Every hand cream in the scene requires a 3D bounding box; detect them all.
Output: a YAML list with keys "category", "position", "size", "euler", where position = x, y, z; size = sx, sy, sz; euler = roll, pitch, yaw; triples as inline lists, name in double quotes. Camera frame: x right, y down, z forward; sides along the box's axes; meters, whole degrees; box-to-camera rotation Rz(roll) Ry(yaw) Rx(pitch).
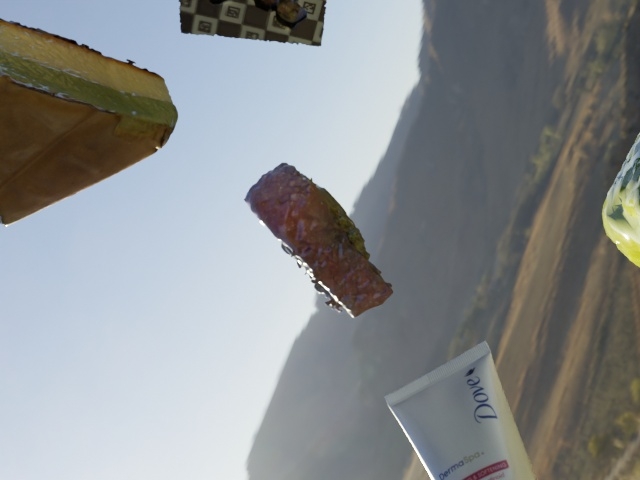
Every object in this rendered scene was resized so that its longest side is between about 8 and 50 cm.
- category: "hand cream"
  position: [0.171, 0.235, 1.028]
  size: [0.133, 0.248, 0.083]
  euler: [-32, -35, 9]

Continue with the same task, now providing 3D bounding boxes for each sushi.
- category: "sushi"
  position: [-0.010, -0.011, 1.339]
  size: [0.107, 0.241, 0.161]
  euler: [-41, -39, 1]
- category: "sushi"
  position: [-0.090, -0.330, 1.270]
  size: [0.031, 0.200, 0.139]
  euler: [-87, 4, -47]

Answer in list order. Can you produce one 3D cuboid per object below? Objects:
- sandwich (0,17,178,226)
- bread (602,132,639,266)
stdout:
- category: "sandwich"
  position: [-0.280, -0.107, 0.992]
  size: [0.220, 0.108, 0.186]
  euler: [11, -47, -45]
- category: "bread"
  position: [0.357, -0.029, 0.521]
  size: [0.308, 0.348, 0.348]
  euler: [-54, -6, 2]
